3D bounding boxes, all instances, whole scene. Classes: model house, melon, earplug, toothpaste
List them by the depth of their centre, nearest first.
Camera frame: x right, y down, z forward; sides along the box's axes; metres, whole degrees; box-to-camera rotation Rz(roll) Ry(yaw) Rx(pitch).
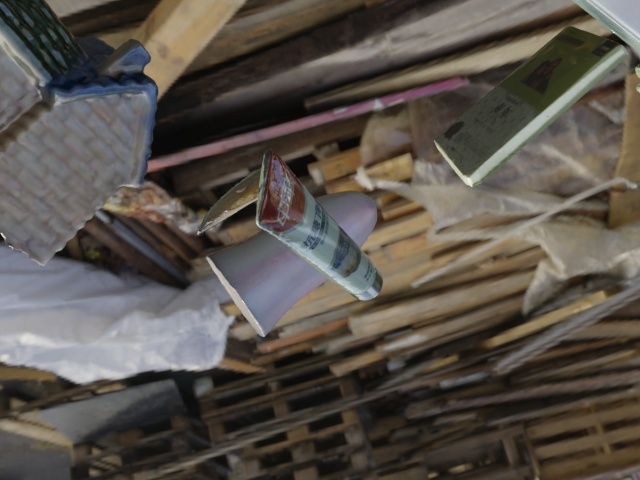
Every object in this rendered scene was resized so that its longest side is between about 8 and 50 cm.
[{"bbox_3d":[0.000,0.000,0.700,0.039,0.062,0.239,-1,159,24],"label":"toothpaste"},{"bbox_3d":[-0.524,-0.276,1.406,0.400,0.395,0.445,-43,129,-2],"label":"model house"},{"bbox_3d":[-0.030,0.012,1.440,0.301,0.172,0.172,-36,157,-11],"label":"earplug"},{"bbox_3d":[-0.146,-0.070,1.485,0.182,0.054,0.098,-31,-162,3],"label":"melon"}]

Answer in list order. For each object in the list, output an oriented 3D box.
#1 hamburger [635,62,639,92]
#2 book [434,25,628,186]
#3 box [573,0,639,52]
[{"bbox_3d":[0.478,-0.221,1.104,0.084,0.054,0.121,-15,-161,-28],"label":"hamburger"},{"bbox_3d":[0.374,-0.259,1.528,0.352,0.239,0.035,-42,113,10],"label":"book"},{"bbox_3d":[0.340,-0.170,0.652,0.135,0.269,0.079,-53,-174,17],"label":"box"}]
